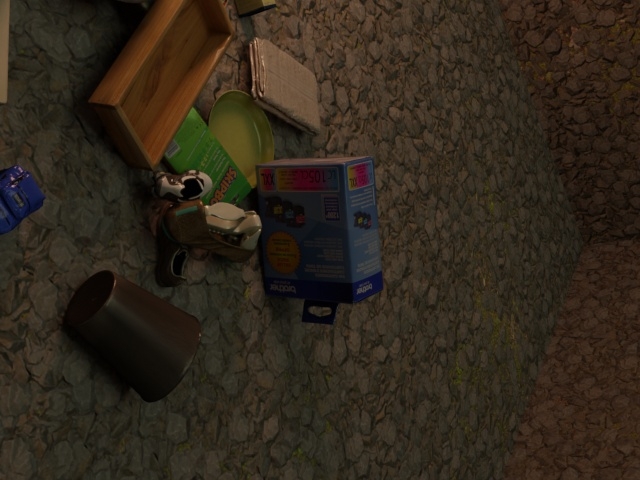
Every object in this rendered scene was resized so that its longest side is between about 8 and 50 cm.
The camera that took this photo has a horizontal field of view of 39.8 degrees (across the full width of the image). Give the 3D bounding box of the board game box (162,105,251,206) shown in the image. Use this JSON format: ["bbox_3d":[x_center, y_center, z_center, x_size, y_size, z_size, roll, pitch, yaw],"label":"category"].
[{"bbox_3d":[-0.265,-0.169,1.993,0.124,0.039,0.259,-48,123,-18],"label":"board game box"}]

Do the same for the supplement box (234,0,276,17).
[{"bbox_3d":[-0.168,-0.610,2.208,0.056,0.083,0.083,-33,110,-53],"label":"supplement box"}]

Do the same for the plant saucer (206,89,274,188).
[{"bbox_3d":[-0.200,-0.241,2.134,0.241,0.037,0.241,16,70,-52],"label":"plant saucer"}]

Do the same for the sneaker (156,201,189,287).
[{"bbox_3d":[-0.307,0.007,1.905,0.066,0.071,0.188,15,72,-52],"label":"sneaker"}]

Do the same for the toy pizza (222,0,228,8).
[{"bbox_3d":[-0.280,-0.622,2.097,0.201,0.032,0.201,15,72,-53],"label":"toy pizza"}]

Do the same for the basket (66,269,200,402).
[{"bbox_3d":[-0.370,0.173,1.727,0.227,0.154,0.204,45,48,-36],"label":"basket"}]

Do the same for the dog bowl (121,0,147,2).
[{"bbox_3d":[-0.420,-0.650,1.758,0.349,0.102,0.348,32,42,-35],"label":"dog bowl"}]

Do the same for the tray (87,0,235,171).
[{"bbox_3d":[-0.324,-0.370,1.866,0.411,0.076,0.203,-64,154,-27],"label":"tray"}]

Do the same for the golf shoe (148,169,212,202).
[{"bbox_3d":[-0.277,-0.108,1.893,0.198,0.094,0.077,-13,116,-61],"label":"golf shoe"}]

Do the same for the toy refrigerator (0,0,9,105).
[{"bbox_3d":[-0.608,-0.366,1.529,0.094,0.102,0.269,10,77,-54],"label":"toy refrigerator"}]

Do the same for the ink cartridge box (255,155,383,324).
[{"bbox_3d":[0.000,0.000,2.142,0.151,0.270,0.395,-21,109,-53],"label":"ink cartridge box"}]

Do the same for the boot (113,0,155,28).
[{"bbox_3d":[-0.392,-0.568,1.895,0.213,0.077,0.165,54,40,-25],"label":"boot"}]

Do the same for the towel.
[{"bbox_3d":[-0.090,-0.392,2.281,0.282,0.049,0.187,25,55,-53],"label":"towel"}]

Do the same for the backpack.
[{"bbox_3d":[-0.556,-0.069,1.550,0.120,0.101,0.098,-49,116,-43],"label":"backpack"}]

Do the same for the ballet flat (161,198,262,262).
[{"bbox_3d":[-0.206,-0.029,1.940,0.342,0.124,0.116,25,41,-61],"label":"ballet flat"}]
